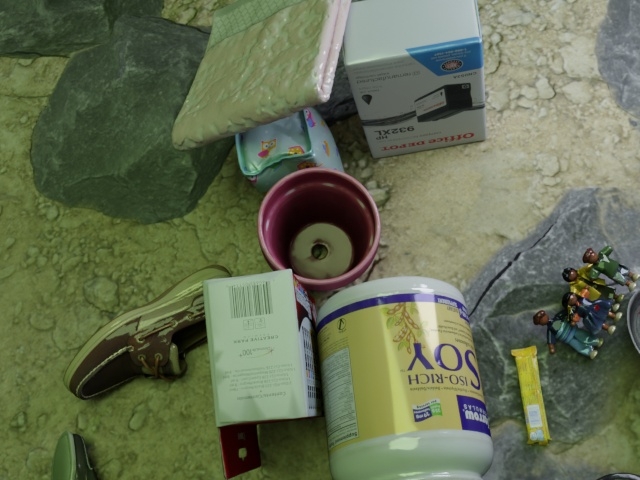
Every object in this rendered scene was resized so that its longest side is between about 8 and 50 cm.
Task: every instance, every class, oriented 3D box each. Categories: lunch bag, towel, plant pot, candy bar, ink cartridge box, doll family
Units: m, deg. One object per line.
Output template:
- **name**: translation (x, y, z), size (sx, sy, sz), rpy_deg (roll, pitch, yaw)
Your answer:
- **lunch bag**: translation (-0.063, -0.190, 1.492), size (0.160, 0.223, 0.262), rpy_deg (-21, 61, 12)
- **towel**: translation (-0.097, -0.317, 1.381), size (0.332, 0.053, 0.316), rpy_deg (-13, 54, 39)
- **plant pot**: translation (0.000, 0.000, 1.398), size (0.201, 0.180, 0.201), rpy_deg (-1, 73, 2)
- **candy bar**: translation (0.335, 0.245, 1.305), size (0.040, 0.018, 0.161), rpy_deg (-10, 63, 12)
- **ink cartridge box**: translation (-0.070, 0.206, 1.239), size (0.130, 0.309, 0.271), rpy_deg (-7, 78, 4)
- **ink cartridge box**: translation (0.170, -0.284, 1.438), size (0.223, 0.307, 0.129), rpy_deg (-9, 65, 9)
- **doll family**: translation (0.422, 0.097, 1.323), size (0.111, 0.076, 0.193), rpy_deg (30, 68, 4)

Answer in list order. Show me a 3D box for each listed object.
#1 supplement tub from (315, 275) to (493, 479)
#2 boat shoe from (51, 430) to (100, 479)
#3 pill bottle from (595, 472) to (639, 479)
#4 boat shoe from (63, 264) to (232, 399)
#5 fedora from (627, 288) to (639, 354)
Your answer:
- **supplement tub**: translation (0.124, 0.245, 1.230), size (0.241, 0.241, 0.331), rpy_deg (-11, 63, 8)
- **boat shoe**: translation (-0.398, 0.427, 1.363), size (0.081, 0.069, 0.227), rpy_deg (-42, 49, 37)
- **pill bottle**: translation (0.400, 0.391, 1.105), size (0.123, 0.219, 0.122), rpy_deg (-5, 64, 11)
- **boat shoe**: translation (-0.278, 0.182, 1.426), size (0.342, 0.123, 0.123), rpy_deg (-33, 60, -11)
- **fedora**: translation (0.582, 0.106, 1.197), size (0.244, 0.124, 0.275), rpy_deg (-3, 35, 2)
